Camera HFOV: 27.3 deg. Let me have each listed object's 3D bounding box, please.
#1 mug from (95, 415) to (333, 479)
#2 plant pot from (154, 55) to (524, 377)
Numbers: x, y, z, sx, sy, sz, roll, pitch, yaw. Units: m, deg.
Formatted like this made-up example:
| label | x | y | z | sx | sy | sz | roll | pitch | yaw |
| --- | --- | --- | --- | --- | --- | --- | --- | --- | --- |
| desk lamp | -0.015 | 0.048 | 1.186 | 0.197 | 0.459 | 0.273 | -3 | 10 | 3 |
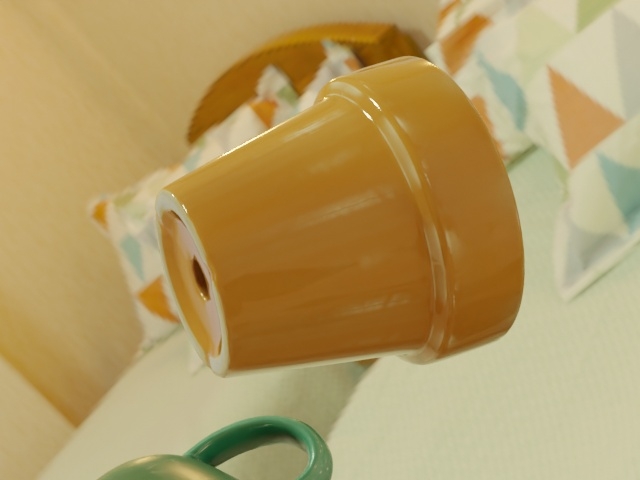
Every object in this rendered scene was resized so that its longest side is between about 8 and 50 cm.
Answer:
| label | x | y | z | sx | sy | sz | roll | pitch | yaw |
| --- | --- | --- | --- | --- | --- | --- | --- | --- | --- |
| mug | -0.069 | 0.161 | 0.626 | 0.097 | 0.129 | 0.158 | 23 | 34 | 26 |
| plant pot | 0.000 | 0.000 | 0.870 | 0.188 | 0.205 | 0.205 | -18 | 8 | -20 |
